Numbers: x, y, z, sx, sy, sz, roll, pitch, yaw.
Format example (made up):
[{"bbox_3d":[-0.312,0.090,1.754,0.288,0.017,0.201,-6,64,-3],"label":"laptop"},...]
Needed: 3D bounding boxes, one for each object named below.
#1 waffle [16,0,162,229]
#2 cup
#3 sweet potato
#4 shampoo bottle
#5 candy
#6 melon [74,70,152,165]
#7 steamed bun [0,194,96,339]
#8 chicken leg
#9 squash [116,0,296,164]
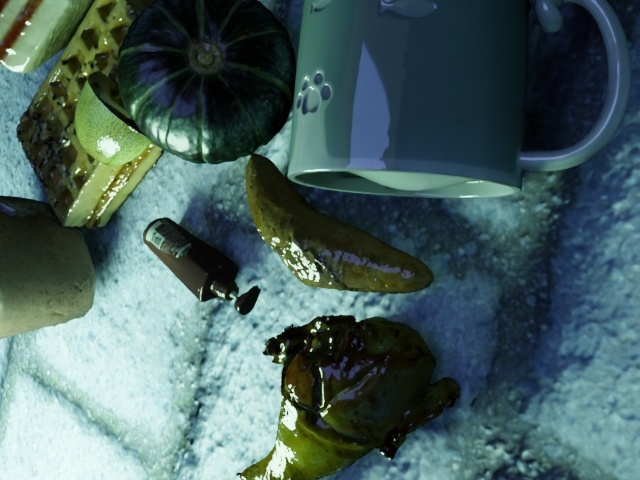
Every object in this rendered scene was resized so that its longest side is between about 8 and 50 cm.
[{"bbox_3d":[-0.363,-0.223,1.302,0.376,0.114,0.261,-47,65,25],"label":"waffle"},{"bbox_3d":[0.144,-0.192,0.817,0.357,0.259,0.274,2,89,25],"label":"cup"},{"bbox_3d":[-0.003,0.002,1.015,0.341,0.092,0.114,35,92,33],"label":"sweet potato"},{"bbox_3d":[-0.184,0.040,1.174,0.236,0.067,0.068,36,119,34],"label":"shampoo bottle"},{"bbox_3d":[-0.456,-0.412,1.271,0.179,0.135,0.320,-47,19,23],"label":"candy"},{"bbox_3d":[-0.339,-0.179,1.165,0.160,0.079,0.128,48,114,25],"label":"melon"},{"bbox_3d":[-0.540,0.016,1.322,0.301,0.251,0.199,36,124,33],"label":"steamed bun"},{"bbox_3d":[-0.012,0.222,0.979,0.361,0.140,0.211,-42,72,25],"label":"chicken leg"},{"bbox_3d":[-0.154,-0.231,1.062,0.252,0.165,0.252,1,81,-4],"label":"squash"}]
